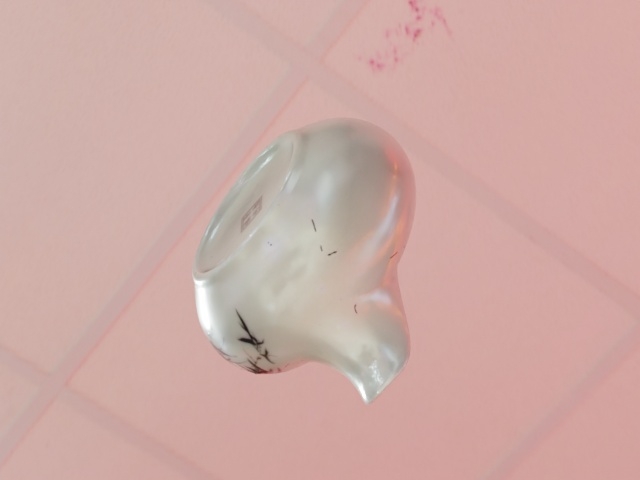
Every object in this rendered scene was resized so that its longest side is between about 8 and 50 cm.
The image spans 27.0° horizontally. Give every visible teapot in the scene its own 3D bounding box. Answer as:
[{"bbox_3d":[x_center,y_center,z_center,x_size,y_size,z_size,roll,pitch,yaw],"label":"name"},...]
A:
[{"bbox_3d":[0.000,0.000,1.030,0.166,0.300,0.208,28,-66,-4],"label":"teapot"}]
